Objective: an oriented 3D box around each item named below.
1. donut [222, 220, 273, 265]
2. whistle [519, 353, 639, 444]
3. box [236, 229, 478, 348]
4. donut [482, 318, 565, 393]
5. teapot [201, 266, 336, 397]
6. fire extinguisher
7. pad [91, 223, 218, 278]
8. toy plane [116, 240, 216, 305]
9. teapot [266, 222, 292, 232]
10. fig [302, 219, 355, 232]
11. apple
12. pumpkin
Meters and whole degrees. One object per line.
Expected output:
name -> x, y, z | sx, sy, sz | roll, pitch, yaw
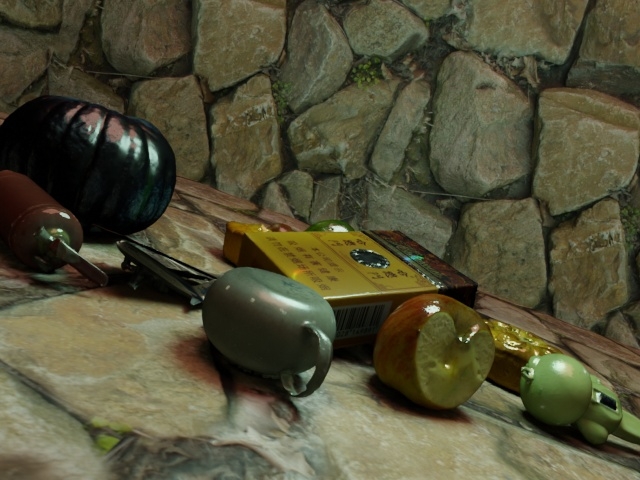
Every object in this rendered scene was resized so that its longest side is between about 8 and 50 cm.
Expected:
donut -> -0.133, 0.025, 1.502 | 0.254, 0.118, 0.253 | 17, 7, -2
whistle -> 0.484, 0.314, 1.092 | 0.294, 0.141, 0.141 | 38, 0, -20
box -> 0.075, 0.082, 1.133 | 0.415, 0.115, 0.264 | -1, 25, -35
donut -> 0.434, 0.260, 1.289 | 0.227, 0.113, 0.226 | 21, 6, -2
teapot -> -0.076, 0.121, 0.827 | 0.193, 0.129, 0.294 | 16, 10, -37
fire extinguisher -> -0.447, -0.012, 0.944 | 0.337, 0.106, 0.147 | 28, -13, 44
pad -> -0.259, 0.034, 1.021 | 0.181, 0.004, 0.267 | 15, -12, 45
toy plane -> -0.278, 0.058, 1.015 | 0.226, 0.058, 0.226 | 19, 7, 22
teapot -> -0.142, 0.006, 1.747 | 0.116, 0.116, 0.173 | 20, -20, -7
fig -> 0.000, 0.000, 1.339 | 0.178, 0.117, 0.117 | 9, 10, -22
apple -> 0.182, 0.175, 0.950 | 0.195, 0.173, 0.160 | 21, 7, -29
pumpkin -> -0.492, -0.160, 1.234 | 0.363, 0.266, 0.363 | 21, 5, -2
